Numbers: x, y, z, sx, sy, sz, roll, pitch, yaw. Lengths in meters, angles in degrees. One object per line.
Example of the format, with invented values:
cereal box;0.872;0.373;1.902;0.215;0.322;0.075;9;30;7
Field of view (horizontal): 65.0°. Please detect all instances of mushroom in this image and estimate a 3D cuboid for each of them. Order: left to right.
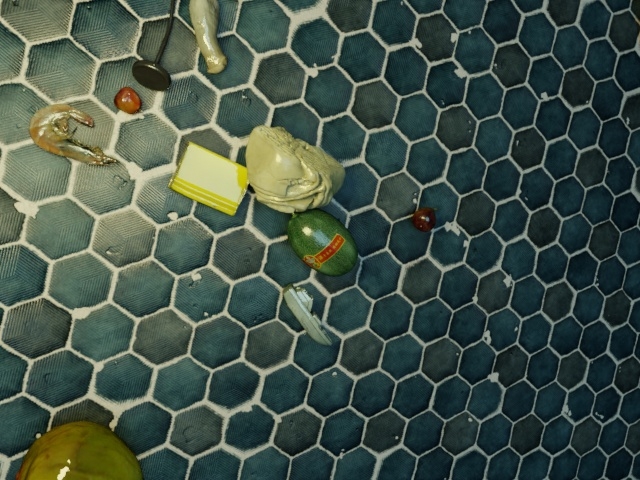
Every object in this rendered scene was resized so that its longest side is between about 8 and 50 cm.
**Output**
mushroom;-0.332;-0.613;1.496;0.081;0.092;0.223;-9;97;24

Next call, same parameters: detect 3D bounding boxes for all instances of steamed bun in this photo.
steamed bun;-0.093;-0.201;1.547;0.289;0.276;0.203;-2;135;-53

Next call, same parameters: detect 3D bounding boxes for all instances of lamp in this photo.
lamp;-0.434;-0.620;1.441;0.130;0.108;0.371;22;87;-25

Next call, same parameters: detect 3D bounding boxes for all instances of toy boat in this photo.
toy boat;-0.032;0.255;1.700;0.085;0.078;0.261;-34;104;1

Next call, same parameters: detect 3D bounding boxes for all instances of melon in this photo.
melon;0.000;0.000;1.631;0.287;0.182;0.182;43;80;-18

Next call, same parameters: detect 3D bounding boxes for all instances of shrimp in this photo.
shrimp;-0.682;-0.291;1.412;0.251;0.052;0.144;25;84;-20

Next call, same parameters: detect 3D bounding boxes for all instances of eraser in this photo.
eraser;-0.336;-0.187;1.545;0.226;0.069;0.158;23;85;-21

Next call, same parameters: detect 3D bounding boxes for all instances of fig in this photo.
fig;-0.659;0.680;1.389;0.343;0.343;0.344;-2;96;-21
fig;0.390;-0.093;1.833;0.089;0.088;0.125;49;53;-18

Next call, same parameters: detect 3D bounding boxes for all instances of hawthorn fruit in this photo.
hawthorn fruit;-0.552;-0.401;1.442;0.077;0.077;0.077;-2;96;-21
